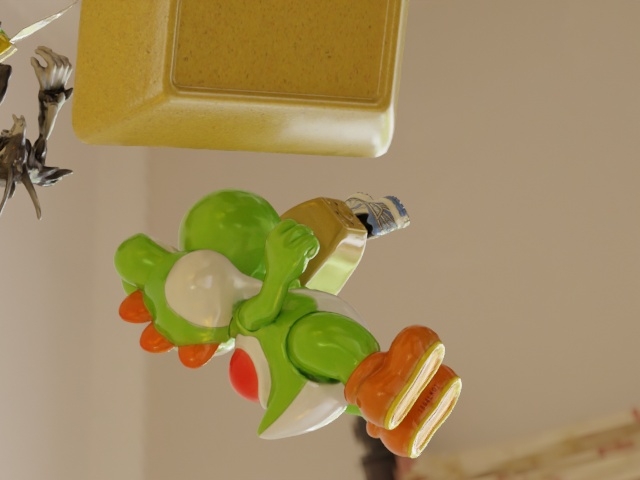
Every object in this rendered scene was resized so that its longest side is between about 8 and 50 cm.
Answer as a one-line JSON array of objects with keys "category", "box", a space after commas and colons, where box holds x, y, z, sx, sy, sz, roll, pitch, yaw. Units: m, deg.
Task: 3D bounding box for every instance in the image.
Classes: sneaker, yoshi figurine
[{"category": "sneaker", "box": [0.046, -0.025, 2.335, 0.058, 0.135, 0.052, -30, -80, -27]}, {"category": "yoshi figurine", "box": [-0.028, 0.055, 1.932, 0.203, 0.362, 0.203, -24, -46, -56]}]

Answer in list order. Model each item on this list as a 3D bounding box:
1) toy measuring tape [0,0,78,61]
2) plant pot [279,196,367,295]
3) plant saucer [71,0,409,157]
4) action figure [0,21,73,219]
[{"category": "toy measuring tape", "box": [-0.398, -0.260, 2.284, 0.121, 0.330, 0.121, 55, 179, 2]}, {"category": "plant pot", "box": [0.000, 0.000, 2.077, 0.081, 0.083, 0.081, 52, -158, 24]}, {"category": "plant saucer", "box": [-0.043, -0.239, 1.756, 0.333, 0.081, 0.333, 1, -81, -30]}, {"category": "action figure", "box": [-0.355, -0.145, 2.092, 0.164, 0.141, 0.276, -5, -139, -31]}]
